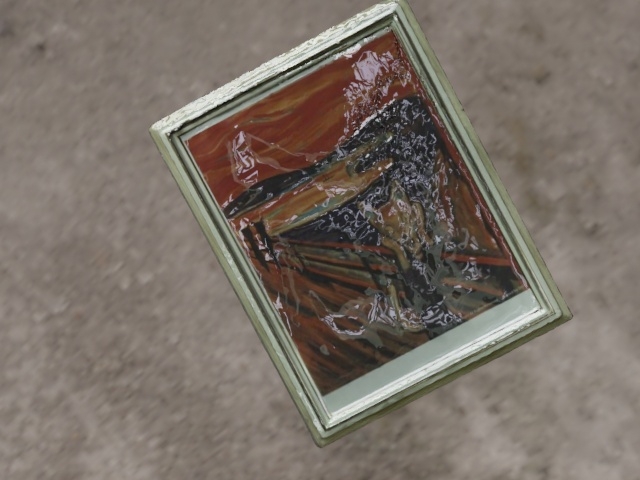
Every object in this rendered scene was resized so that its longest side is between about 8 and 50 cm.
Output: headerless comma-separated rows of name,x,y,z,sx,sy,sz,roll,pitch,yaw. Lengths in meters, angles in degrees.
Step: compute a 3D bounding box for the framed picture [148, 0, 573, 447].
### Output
framed picture,0.028,-0.013,1.403,0.216,0.016,0.273,-29,92,6
